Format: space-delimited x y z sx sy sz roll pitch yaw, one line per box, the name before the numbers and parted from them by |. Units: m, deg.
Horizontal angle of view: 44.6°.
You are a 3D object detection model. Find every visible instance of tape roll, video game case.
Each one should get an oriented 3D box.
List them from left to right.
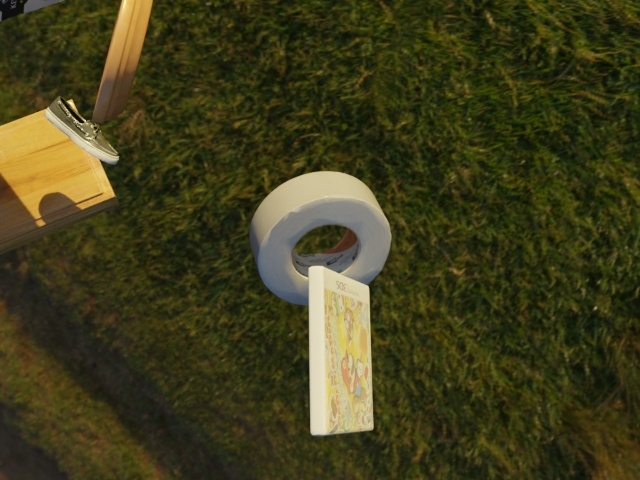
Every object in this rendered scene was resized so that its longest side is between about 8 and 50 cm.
tape roll | 0.000 0.000 1.247 0.219 0.219 0.072 -62 30 30
video game case | 0.033 0.164 1.133 0.026 0.206 0.227 -5 77 21

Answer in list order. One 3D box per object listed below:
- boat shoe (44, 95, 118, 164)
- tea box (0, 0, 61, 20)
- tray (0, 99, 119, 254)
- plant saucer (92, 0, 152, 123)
boat shoe | -0.381 -0.177 1.260 0.142 0.049 0.040 37 103 -1
tea box | -0.535 -0.437 0.962 0.329 0.323 0.220 45 142 10
tray | -0.596 -0.080 1.391 0.202 0.411 0.076 64 169 8
plant saucer | -0.248 -0.242 0.986 0.037 0.200 0.200 13 120 -19
